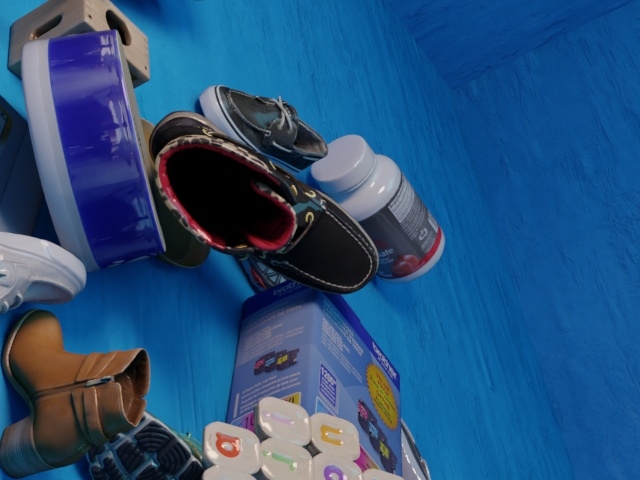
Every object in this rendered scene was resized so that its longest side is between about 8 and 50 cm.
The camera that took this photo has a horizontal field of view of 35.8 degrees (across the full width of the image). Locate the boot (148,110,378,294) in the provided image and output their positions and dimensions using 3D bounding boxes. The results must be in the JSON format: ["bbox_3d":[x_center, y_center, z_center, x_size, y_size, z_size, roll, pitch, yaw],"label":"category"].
[{"bbox_3d":[-0.068,-0.030,1.301,0.377,0.138,0.284,39,3,-11],"label":"boot"}]

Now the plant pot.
[{"bbox_3d":[-0.234,-0.065,1.400,0.236,0.032,0.236,51,25,-35],"label":"plant pot"}]

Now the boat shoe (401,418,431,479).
[{"bbox_3d":[0.145,0.424,1.696,0.102,0.108,0.301,27,36,-58],"label":"boat shoe"}]

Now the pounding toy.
[{"bbox_3d":[-0.305,-0.267,1.235,0.206,0.181,0.094,42,30,-48],"label":"pounding toy"}]

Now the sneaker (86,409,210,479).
[{"bbox_3d":[-0.173,0.262,1.120,0.275,0.107,0.110,54,3,-40],"label":"sneaker"}]

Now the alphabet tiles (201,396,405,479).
[{"bbox_3d":[-0.009,0.308,1.094,0.278,0.021,0.284,22,41,-25],"label":"alphabet tiles"}]

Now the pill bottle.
[{"bbox_3d":[0.117,-0.068,2.077,0.318,0.176,0.176,51,24,-35],"label":"pill bottle"}]

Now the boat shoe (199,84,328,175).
[{"bbox_3d":[-0.095,-0.213,1.796,0.335,0.119,0.121,24,45,-62],"label":"boat shoe"}]

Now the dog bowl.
[{"bbox_3d":[-0.253,-0.101,1.122,0.265,0.104,0.265,168,-90,-84],"label":"dog bowl"}]

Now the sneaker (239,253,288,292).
[{"bbox_3d":[-0.076,-0.006,1.565,0.262,0.125,0.104,53,55,-19],"label":"sneaker"}]

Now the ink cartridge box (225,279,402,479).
[{"bbox_3d":[-0.001,0.233,1.480,0.270,0.151,0.395,53,21,-30],"label":"ink cartridge box"}]

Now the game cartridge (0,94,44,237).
[{"bbox_3d":[-0.398,-0.117,1.020,0.297,0.062,0.198,50,20,-36],"label":"game cartridge"}]

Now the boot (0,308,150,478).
[{"bbox_3d":[-0.238,0.131,0.983,0.073,0.152,0.197,43,29,-46],"label":"boot"}]

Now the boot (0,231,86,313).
[{"bbox_3d":[-0.332,0.055,0.953,0.258,0.095,0.123,24,50,-50],"label":"boot"}]
